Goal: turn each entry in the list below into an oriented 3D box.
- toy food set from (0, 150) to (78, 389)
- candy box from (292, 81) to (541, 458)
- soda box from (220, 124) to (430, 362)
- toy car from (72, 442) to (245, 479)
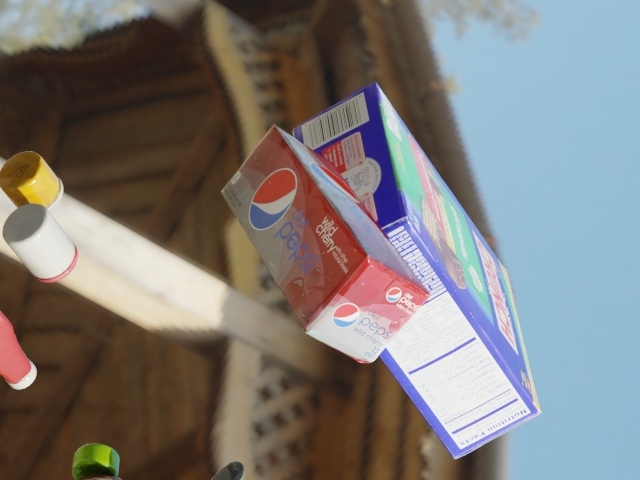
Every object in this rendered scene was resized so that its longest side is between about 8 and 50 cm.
[{"bbox_3d":[-0.262,0.052,1.449,0.111,0.104,0.232,31,-108,40],"label":"toy food set"},{"bbox_3d":[0.104,0.032,2.061,0.122,0.317,0.268,-27,-146,13],"label":"candy box"},{"bbox_3d":[0.000,0.000,1.750,0.092,0.083,0.263,-50,-145,12],"label":"soda box"},{"bbox_3d":[-0.171,0.300,2.058,0.188,0.149,0.155,-17,-136,19],"label":"toy car"}]
